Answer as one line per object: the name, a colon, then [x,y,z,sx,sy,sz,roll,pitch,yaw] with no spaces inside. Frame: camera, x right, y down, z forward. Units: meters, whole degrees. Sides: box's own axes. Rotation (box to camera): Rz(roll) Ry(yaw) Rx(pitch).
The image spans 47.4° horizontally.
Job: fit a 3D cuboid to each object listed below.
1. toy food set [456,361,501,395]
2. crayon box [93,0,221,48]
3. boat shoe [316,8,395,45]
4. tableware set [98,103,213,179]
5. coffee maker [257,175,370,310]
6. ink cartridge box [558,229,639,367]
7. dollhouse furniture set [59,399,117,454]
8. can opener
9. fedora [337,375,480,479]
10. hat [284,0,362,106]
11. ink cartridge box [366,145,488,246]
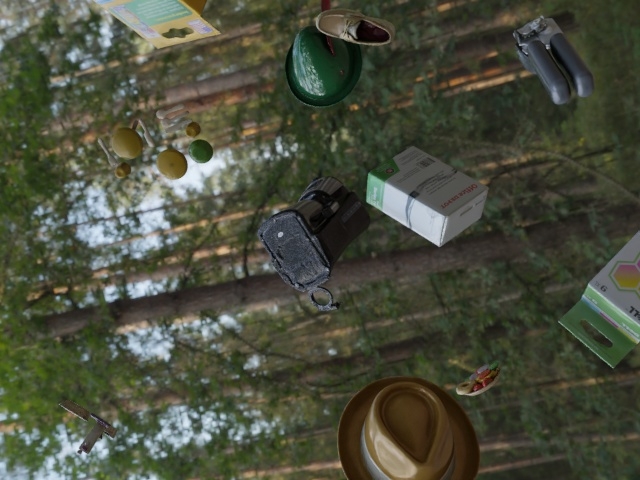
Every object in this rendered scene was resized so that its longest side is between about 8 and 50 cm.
toy food set: [0.289,0.251,1.321,0.082,0.083,0.020,-38,-85,-41]
crayon box: [-0.335,-0.468,1.264,0.323,0.203,0.083,32,-111,-44]
boat shoe: [0.059,-0.355,1.217,0.045,0.135,0.050,-78,-5,-63]
tableware set: [-0.241,-0.135,1.080,0.024,0.154,0.104,-82,-31,-67]
coffee maker: [0.000,0.000,1.197,0.178,0.120,0.171,-43,-55,-55]
ink cartridge box: [0.475,0.078,1.106,0.109,0.209,0.062,44,170,23]
dollhouse furniture set: [-0.503,0.397,1.525,0.081,0.114,0.091,-58,-19,-22]
can opener: [0.387,-0.299,1.215,0.280,0.074,0.093,-90,-21,-56]
fedora: [0.110,0.241,0.907,0.079,0.194,0.194,87,177,-49]
hat: [-0.022,-0.390,1.447,0.183,0.172,0.209,20,-118,-70]
ink cartridge box: [0.224,-0.096,1.541,0.208,0.153,0.087,35,140,32]
